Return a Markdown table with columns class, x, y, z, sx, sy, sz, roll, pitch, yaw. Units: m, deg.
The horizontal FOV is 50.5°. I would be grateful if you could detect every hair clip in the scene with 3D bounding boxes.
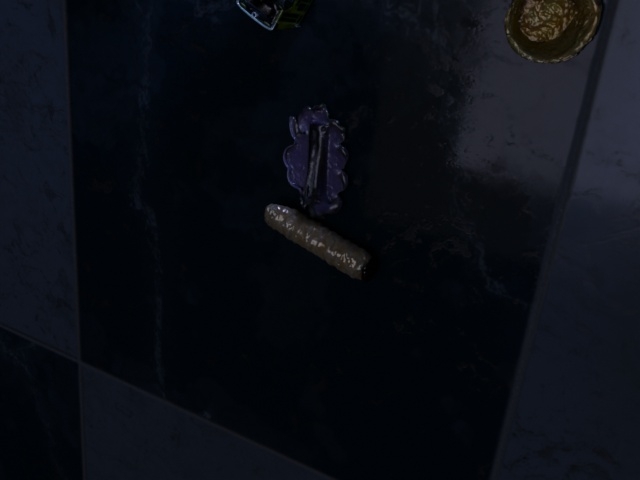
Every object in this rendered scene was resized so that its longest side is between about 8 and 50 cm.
| class | x | y | z | sx | sy | sz | roll | pitch | yaw |
| --- | --- | --- | --- | --- | --- | --- | --- | --- | --- |
| hair clip | -0.013 | -0.132 | 1.144 | 0.124 | 0.052 | 0.195 | 7 | 105 | 22 |

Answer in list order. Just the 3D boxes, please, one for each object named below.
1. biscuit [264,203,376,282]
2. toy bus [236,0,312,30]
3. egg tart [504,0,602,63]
| class | x | y | z | sx | sy | sz | roll | pitch | yaw |
| --- | --- | --- | --- | --- | --- | --- | --- | --- | --- |
| biscuit | 0.000 | 0.000 | 1.176 | 0.219 | 0.055 | 0.061 | 30 | 161 | 19 |
| toy bus | -0.042 | -0.410 | 1.029 | 0.088 | 0.101 | 0.175 | 41 | 117 | 12 |
| egg tart | 0.305 | -0.297 | 0.902 | 0.129 | 0.049 | 0.128 | 11 | 114 | 26 |
